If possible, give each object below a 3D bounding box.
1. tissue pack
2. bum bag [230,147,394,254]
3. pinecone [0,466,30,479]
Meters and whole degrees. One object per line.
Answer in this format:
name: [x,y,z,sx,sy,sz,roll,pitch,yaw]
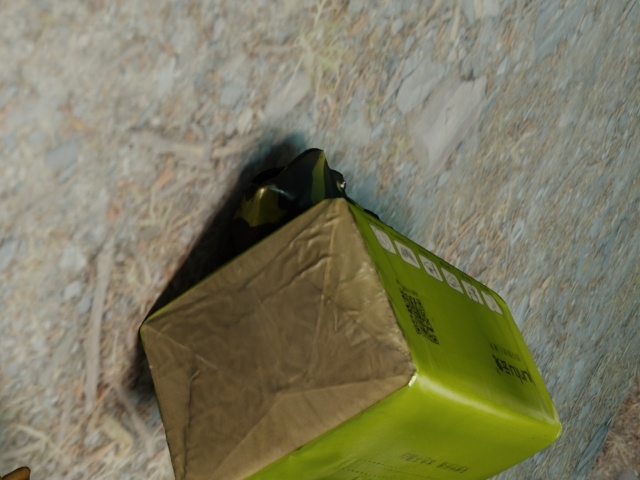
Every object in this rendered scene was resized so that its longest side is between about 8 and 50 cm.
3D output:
tissue pack: [0.032,0.112,0.823,0.200,0.167,0.274,-32,149,20]
bum bag: [0.000,0.000,0.869,0.107,0.060,0.232,-55,151,-7]
pinecone: [-0.215,0.265,0.580,0.264,0.264,0.264,-38,144,-35]
